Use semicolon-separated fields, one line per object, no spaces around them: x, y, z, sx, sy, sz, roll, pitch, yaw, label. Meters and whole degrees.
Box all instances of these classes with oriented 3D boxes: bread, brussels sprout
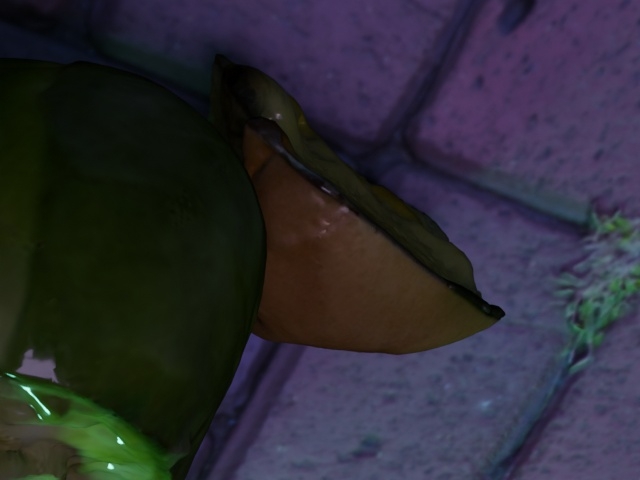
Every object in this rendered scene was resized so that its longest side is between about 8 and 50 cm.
-0.009;0.002;1.039;0.133;0.174;0.251;-43;127;12;bread
-0.185;0.059;0.903;0.275;0.315;0.371;18;131;-18;brussels sprout
